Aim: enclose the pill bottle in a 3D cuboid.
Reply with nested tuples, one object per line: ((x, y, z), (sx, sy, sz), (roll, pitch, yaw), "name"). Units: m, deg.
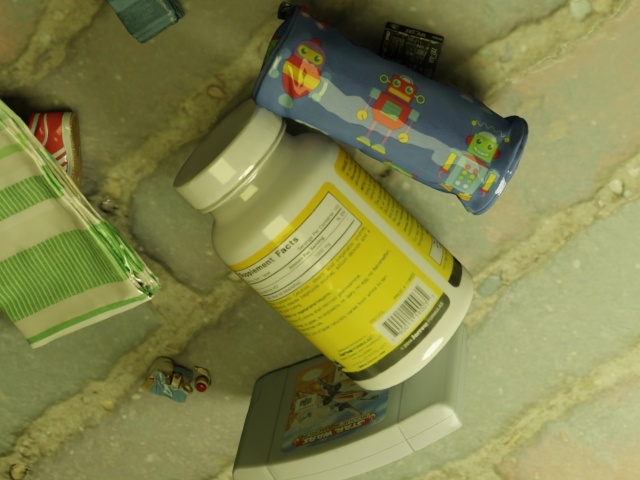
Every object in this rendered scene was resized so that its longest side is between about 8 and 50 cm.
((0.000, 0.000, 1.852), (0.188, 0.188, 0.334), (-38, 108, 28), "pill bottle")

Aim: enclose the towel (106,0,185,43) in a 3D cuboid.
((-0.211, -0.280, 1.813), (0.067, 0.029, 0.119), (-27, 114, 24), "towel")

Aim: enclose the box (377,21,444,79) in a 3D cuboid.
((0.095, -0.195, 1.812), (0.067, 0.018, 0.083), (15, 123, 2), "box")

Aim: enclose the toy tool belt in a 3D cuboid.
((-0.185, 0.187, 2.085), (0.083, 0.051, 0.052), (16, 123, 0), "toy tool belt")

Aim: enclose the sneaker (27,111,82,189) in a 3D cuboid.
((-0.321, -0.100, 1.939), (0.067, 0.042, 0.118), (5, 117, 6), "sneaker")

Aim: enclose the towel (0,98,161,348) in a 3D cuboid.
((-0.374, -0.020, 1.974), (0.247, 0.038, 0.325), (-23, 115, 37), "towel")

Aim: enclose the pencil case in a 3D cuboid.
((0.071, -0.141, 1.768), (0.306, 0.133, 0.119), (26, 87, -6), "pencil case")

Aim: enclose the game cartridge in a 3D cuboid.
((0.034, 0.204, 1.966), (0.297, 0.198, 0.062), (-21, 115, 21), "game cartridge")
